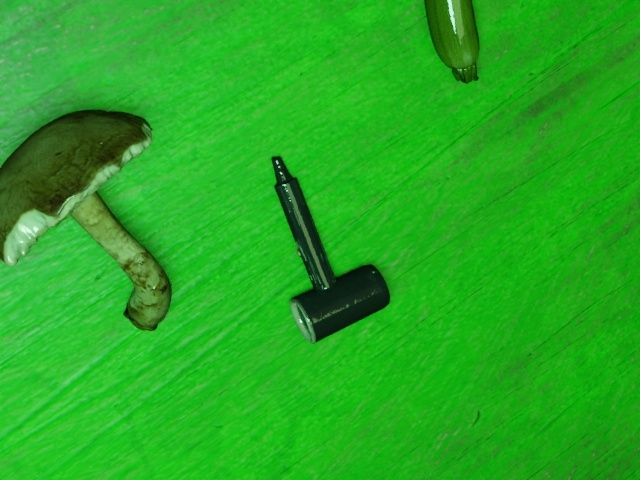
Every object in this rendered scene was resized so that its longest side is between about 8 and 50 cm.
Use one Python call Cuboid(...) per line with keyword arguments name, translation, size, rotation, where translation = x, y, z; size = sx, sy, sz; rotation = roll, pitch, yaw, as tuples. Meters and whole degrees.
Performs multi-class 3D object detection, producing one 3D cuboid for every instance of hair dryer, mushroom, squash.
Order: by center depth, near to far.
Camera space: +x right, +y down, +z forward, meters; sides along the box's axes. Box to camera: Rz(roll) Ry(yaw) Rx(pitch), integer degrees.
Cuboid(name="mushroom", translation=(-0.241, -0.035, 1.217), size=(0.302, 0.233, 0.207), rotation=(24, 59, -47))
Cuboid(name="squash", translation=(0.172, -0.337, 1.384), size=(0.069, 0.069, 0.258), rotation=(-12, 104, -18))
Cuboid(name="hair dryer", translation=(0.000, 0.000, 1.389), size=(0.128, 0.070, 0.255), rotation=(-22, 103, -16))
